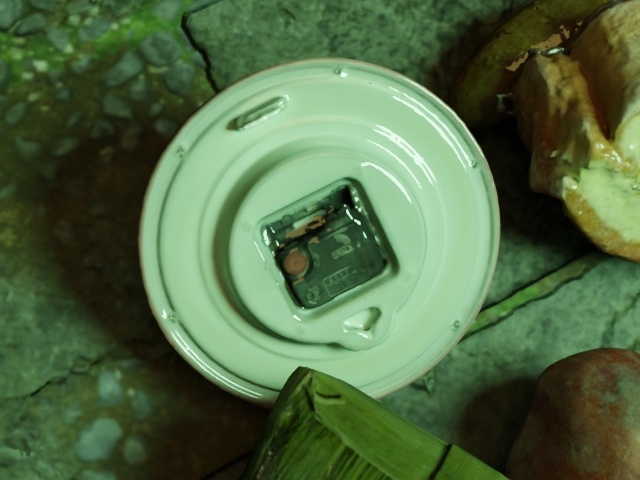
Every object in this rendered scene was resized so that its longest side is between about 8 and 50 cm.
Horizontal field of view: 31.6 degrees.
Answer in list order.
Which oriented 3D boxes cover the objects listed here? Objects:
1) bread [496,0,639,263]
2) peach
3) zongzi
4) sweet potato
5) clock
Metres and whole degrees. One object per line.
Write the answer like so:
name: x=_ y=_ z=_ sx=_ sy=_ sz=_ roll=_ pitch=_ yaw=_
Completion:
bread: x=0.257 y=-0.080 z=0.805 sx=0.244 sy=0.190 sz=0.123 roll=-7 pitch=40 yaw=-9
peach: x=0.199 y=0.150 z=0.738 sx=0.152 sy=0.152 sz=0.152 roll=2 pitch=71 yaw=-6
zongzi: x=0.024 y=0.248 z=0.671 sx=0.251 sy=0.125 sz=0.274 roll=28 pitch=84 yaw=25
sweet potato: x=0.260 y=-0.162 z=0.885 sx=0.341 sy=0.092 sz=0.114 roll=-9 pitch=97 yaw=-10
clock: x=0.000 y=0.000 z=0.752 sx=0.244 sy=0.056 sz=0.244 roll=-3 pitch=106 yaw=-10
